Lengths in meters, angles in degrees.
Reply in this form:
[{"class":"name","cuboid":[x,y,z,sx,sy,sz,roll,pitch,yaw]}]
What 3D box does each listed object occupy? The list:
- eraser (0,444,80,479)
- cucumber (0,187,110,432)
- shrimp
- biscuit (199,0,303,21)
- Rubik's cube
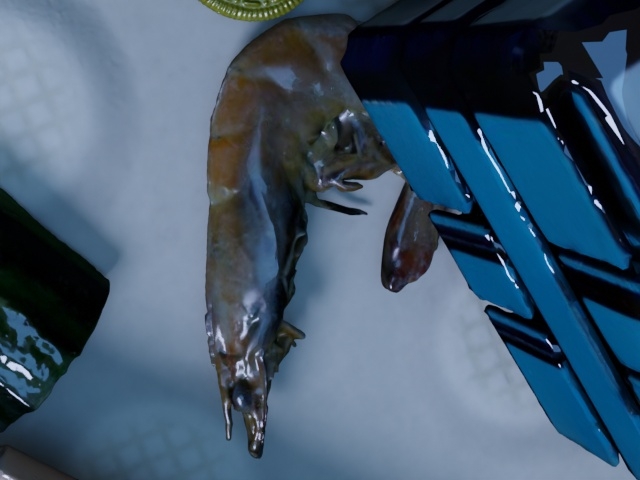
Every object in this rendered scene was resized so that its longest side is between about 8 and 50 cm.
[{"class":"eraser","cuboid":[-0.123,0.224,0.769,0.290,0.087,0.171,29,105,-14]},{"class":"cucumber","cuboid":[-0.189,0.038,0.740,0.115,0.062,0.116,43,93,-18]},{"class":"shrimp","cuboid":[0.001,0.000,0.767,0.143,0.052,0.251,8,99,-14]},{"class":"biscuit","cuboid":[-0.037,-0.160,0.742,0.084,0.023,0.084,-2,100,-10]},{"class":"Rubik's cube","cuboid":[0.220,-0.050,0.665,0.293,0.283,0.288,-36,106,-10]}]
